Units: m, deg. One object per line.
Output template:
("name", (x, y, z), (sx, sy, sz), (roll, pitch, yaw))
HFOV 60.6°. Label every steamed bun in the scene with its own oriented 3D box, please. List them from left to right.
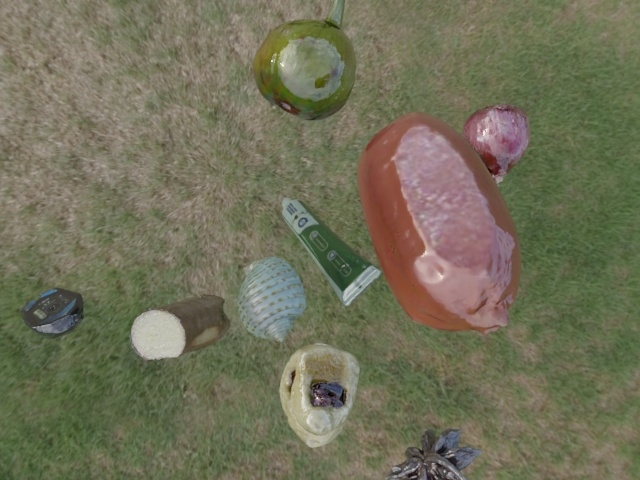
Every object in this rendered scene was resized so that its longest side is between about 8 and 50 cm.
("steamed bun", (-0.005, 0.302, 1.030), (0.141, 0.155, 0.172), (13, 133, -8))

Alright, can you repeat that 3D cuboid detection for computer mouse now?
("computer mouse", (-0.393, 0.110, 0.810), (0.079, 0.135, 0.047), (-40, 130, -35))

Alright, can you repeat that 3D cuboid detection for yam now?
("yam", (-0.305, 0.194, 1.242), (0.129, 0.238, 0.128), (25, 99, 15))

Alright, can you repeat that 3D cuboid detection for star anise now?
("star anise", (0.257, 0.496, 1.186), (0.089, 0.231, 0.209), (47, 51, -26))

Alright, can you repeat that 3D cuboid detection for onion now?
("onion", (0.423, -0.229, 1.312), (0.160, 0.159, 0.194), (-7, 91, -9))

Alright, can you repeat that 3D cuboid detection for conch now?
("conch", (-0.096, 0.112, 1.020), (0.135, 0.102, 0.153), (-27, 94, 19))

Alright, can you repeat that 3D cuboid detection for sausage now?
("sausage", (0.116, -0.021, 0.558), (0.148, 0.148, 0.254), (-17, 67, -8))

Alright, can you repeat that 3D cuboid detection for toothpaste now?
("toothpaste", (0.000, 0.000, 1.208), (0.099, 0.392, 0.061), (-46, 132, 4))

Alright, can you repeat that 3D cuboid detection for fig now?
("fig", (-0.002, -0.298, 0.792), (0.149, 0.149, 0.245), (23, 82, -12))
